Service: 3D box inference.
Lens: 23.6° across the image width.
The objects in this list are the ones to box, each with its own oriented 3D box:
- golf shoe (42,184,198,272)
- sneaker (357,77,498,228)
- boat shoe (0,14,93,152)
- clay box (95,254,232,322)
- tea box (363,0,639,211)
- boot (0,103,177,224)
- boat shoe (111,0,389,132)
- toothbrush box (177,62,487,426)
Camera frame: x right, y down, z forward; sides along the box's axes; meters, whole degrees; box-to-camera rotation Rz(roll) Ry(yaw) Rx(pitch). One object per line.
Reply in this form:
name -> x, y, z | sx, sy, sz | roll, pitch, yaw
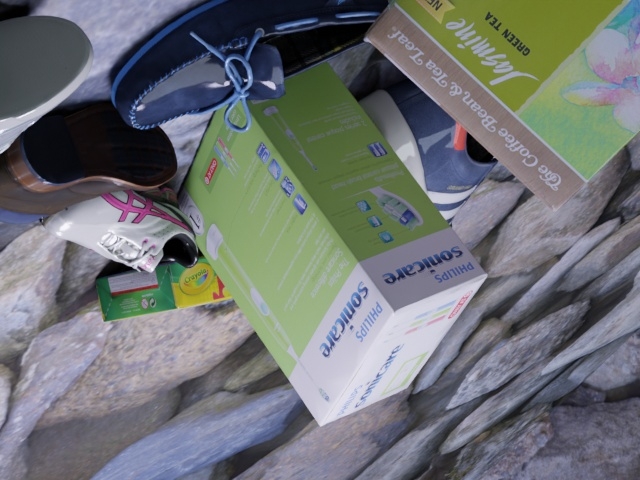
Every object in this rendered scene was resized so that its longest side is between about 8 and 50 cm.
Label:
golf shoe -> -0.183, -0.011, 1.458 | 0.067, 0.086, 0.186 | -45, 155, 27
sneaker -> 0.140, -0.078, 1.720 | 0.148, 0.131, 0.350 | -28, 158, -5
boat shoe -> -0.274, -0.096, 1.177 | 0.227, 0.079, 0.081 | -29, 168, 0
clay box -> -0.113, 0.039, 1.639 | 0.127, 0.053, 0.222 | -12, -179, 44
tea box -> 0.254, -0.246, 1.266 | 0.323, 0.220, 0.329 | -48, 179, 29
boot -> -0.222, -0.065, 1.339 | 0.106, 0.082, 0.219 | -21, 171, 30
boat shoe -> -0.054, -0.164, 1.317 | 0.258, 0.089, 0.109 | -32, 158, -7
toothbrush box -> 0.000, 0.000, 1.477 | 0.122, 0.283, 0.206 | -19, 153, -34
